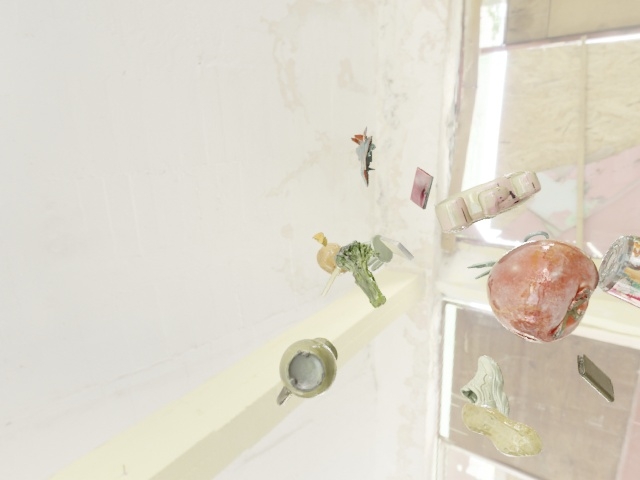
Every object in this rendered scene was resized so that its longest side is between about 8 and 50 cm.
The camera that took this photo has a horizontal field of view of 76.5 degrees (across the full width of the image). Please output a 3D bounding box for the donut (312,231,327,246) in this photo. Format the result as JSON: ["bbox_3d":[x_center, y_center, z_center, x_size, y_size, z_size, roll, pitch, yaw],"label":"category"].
[{"bbox_3d":[0.000,0.000,1.757,0.037,0.083,0.067,30,-121,-33],"label":"donut"}]

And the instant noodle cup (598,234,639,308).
[{"bbox_3d":[0.949,0.095,1.198,0.259,0.181,0.302,-63,-20,-11],"label":"instant noodle cup"}]

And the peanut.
[{"bbox_3d":[0.620,0.660,1.411,0.111,0.274,0.125,4,-79,-44],"label":"peanut"}]

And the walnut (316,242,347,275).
[{"bbox_3d":[0.085,0.117,2.505,0.193,0.225,0.193,-60,1,2],"label":"walnut"}]

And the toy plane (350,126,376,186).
[{"bbox_3d":[0.255,-0.462,2.285,0.104,0.223,0.327,-12,-92,-17],"label":"toy plane"}]

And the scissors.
[{"bbox_3d":[0.832,0.093,1.768,0.256,0.383,0.029,37,-135,-28],"label":"scissors"}]

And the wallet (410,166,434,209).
[{"bbox_3d":[0.561,-0.289,2.262,0.025,0.119,0.232,-27,-38,-23],"label":"wallet"}]

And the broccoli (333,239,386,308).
[{"bbox_3d":[0.171,0.140,1.622,0.145,0.304,0.165,2,-46,-35],"label":"broccoli"}]

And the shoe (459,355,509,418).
[{"bbox_3d":[0.805,0.734,2.044,0.342,0.210,0.132,-84,-3,-46],"label":"shoe"}]

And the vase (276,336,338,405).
[{"bbox_3d":[-0.074,0.572,1.742,0.329,0.241,0.302,-49,-10,-3],"label":"vase"}]

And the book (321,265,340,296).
[{"bbox_3d":[0.091,0.156,2.148,0.202,0.027,0.264,-65,-6,32],"label":"book"}]

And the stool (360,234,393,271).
[{"bbox_3d":[0.328,0.085,2.591,0.195,0.198,0.195,3,-117,-46],"label":"stool"}]

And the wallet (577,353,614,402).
[{"bbox_3d":[1.125,0.560,1.659,0.198,0.031,0.110,40,-134,-11],"label":"wallet"}]

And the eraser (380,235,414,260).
[{"bbox_3d":[0.322,0.031,1.726,0.104,0.150,0.023,42,-95,-22],"label":"eraser"}]

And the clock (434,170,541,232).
[{"bbox_3d":[0.531,-0.120,1.310,0.284,0.309,0.114,3,-113,-68],"label":"clock"}]

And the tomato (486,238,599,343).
[{"bbox_3d":[0.556,0.123,1.045,0.270,0.227,0.270,-17,-57,-29],"label":"tomato"}]
